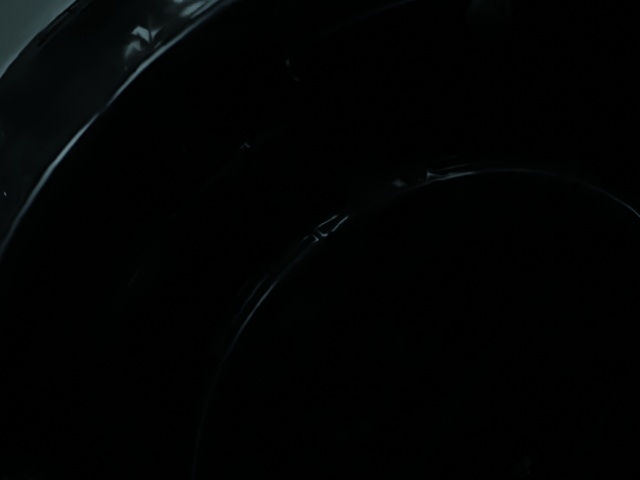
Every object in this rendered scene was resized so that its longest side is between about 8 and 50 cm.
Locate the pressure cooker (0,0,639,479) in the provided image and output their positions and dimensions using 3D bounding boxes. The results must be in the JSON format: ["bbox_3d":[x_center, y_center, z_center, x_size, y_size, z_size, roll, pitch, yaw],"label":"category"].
[{"bbox_3d":[-0.034,-0.001,0.666,0.375,0.370,0.420,-29,26,-11],"label":"pressure cooker"}]
